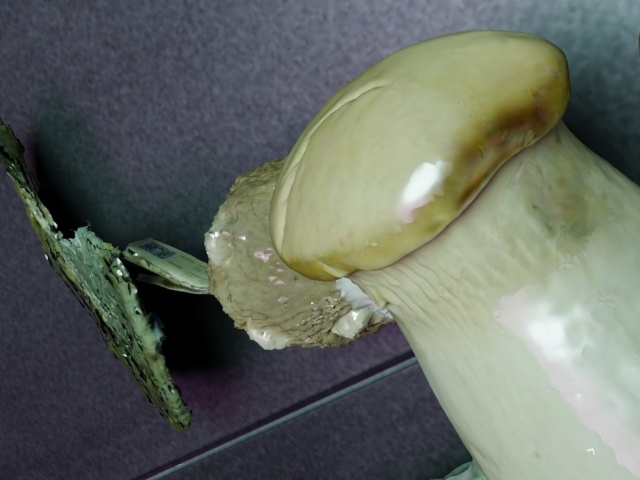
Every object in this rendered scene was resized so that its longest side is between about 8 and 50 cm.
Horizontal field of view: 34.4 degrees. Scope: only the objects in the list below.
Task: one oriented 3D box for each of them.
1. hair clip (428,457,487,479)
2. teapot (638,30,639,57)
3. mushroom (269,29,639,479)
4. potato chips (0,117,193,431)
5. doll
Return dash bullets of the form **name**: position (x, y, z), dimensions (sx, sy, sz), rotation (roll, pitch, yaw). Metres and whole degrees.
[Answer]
- **hair clip**: position (0.068, 0.210, 0.604), dimensions (0.321, 0.091, 0.138), rotation (-36, 82, 26)
- **teapot**: position (0.218, -0.009, 0.366), dimensions (0.252, 0.178, 0.135), rotation (33, 159, 2)
- **mushroom**: position (0.146, 0.096, 0.398), dimensions (0.407, 0.154, 0.137), rotation (43, 142, -12)
- **potato chips**: position (-0.142, 0.019, 0.625), dimensions (0.220, 0.029, 0.202), rotation (50, 162, 25)
- **doll**: position (0.001, 0.005, 0.529), dimensions (0.221, 0.115, 0.105), rotation (-21, 110, 35)
